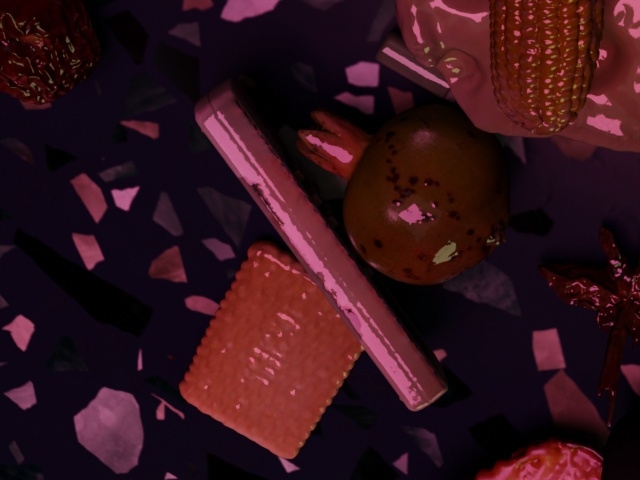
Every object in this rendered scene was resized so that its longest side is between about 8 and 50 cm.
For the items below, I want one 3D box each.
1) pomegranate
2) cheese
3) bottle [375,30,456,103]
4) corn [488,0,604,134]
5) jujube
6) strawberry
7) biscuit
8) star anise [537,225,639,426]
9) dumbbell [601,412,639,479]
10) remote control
[{"bbox_3d":[0.073,-0.049,1.007,0.205,0.159,0.159,30,125,6],"label":"pomegranate"},{"bbox_3d":[0.219,-0.201,0.886,0.318,0.115,0.326,-29,105,31],"label":"cheese"},{"bbox_3d":[0.091,-0.153,1.015,0.083,0.030,0.030,31,125,0],"label":"bottle"},{"bbox_3d":[0.159,-0.225,0.775,0.097,0.097,0.319,9,121,16],"label":"corn"},{"bbox_3d":[-0.311,-0.224,1.054,0.168,0.168,0.236,-24,125,31],"label":"jujube"},{"bbox_3d":[0.221,0.300,1.201,0.190,0.111,0.236,35,102,11],"label":"strawberry"},{"bbox_3d":[-0.047,0.122,1.230,0.160,0.030,0.249,30,125,3],"label":"biscuit"},{"bbox_3d":[0.270,0.065,1.013,0.158,0.144,0.140,-16,104,29],"label":"star anise"},{"bbox_3d":[0.431,0.250,1.020,0.323,0.203,0.203,-6,117,24],"label":"dumbbell"},{"bbox_3d":[0.001,-0.001,1.062,0.050,0.145,0.344,-35,101,5],"label":"remote control"}]
